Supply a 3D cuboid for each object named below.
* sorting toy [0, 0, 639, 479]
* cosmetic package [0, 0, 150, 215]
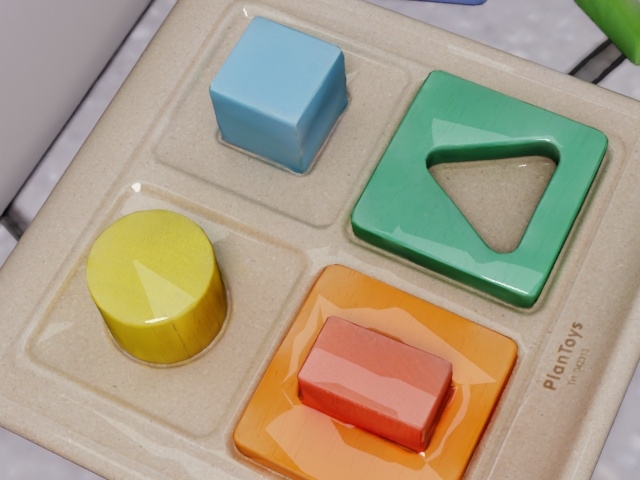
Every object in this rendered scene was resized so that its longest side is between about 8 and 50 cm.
[{"bbox_3d":[0.000,0.000,0.361,0.196,0.047,0.348,21,67,18],"label":"sorting toy"},{"bbox_3d":[-0.195,-0.075,0.369,0.197,0.155,0.366,24,67,19],"label":"cosmetic package"}]
